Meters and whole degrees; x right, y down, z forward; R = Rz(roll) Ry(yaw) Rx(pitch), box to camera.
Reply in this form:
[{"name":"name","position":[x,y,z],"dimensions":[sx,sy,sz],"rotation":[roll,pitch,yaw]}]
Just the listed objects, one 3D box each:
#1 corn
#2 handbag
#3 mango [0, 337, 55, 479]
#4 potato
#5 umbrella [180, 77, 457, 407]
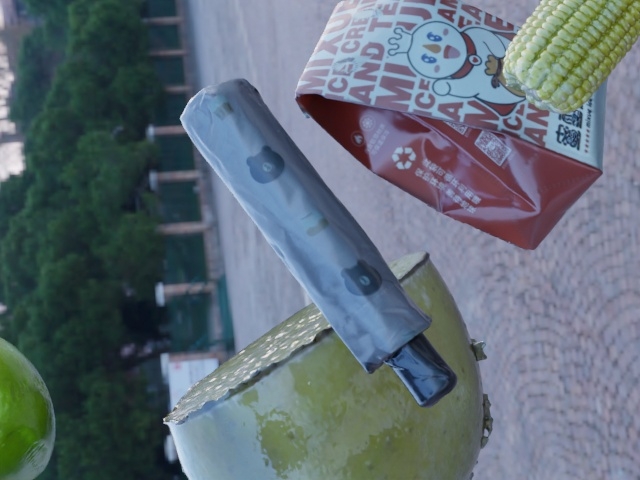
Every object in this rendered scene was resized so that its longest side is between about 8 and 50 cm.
[{"name":"corn","position":[0.178,-0.153,0.634],"dimensions":[0.165,0.063,0.085],"rotation":[-53,-9,6]},{"name":"handbag","position":[0.127,-0.134,1.035],"dimensions":[0.151,0.298,0.171],"rotation":[123,166,-50]},{"name":"mango","position":[-0.266,0.134,0.805],"dimensions":[0.125,0.111,0.233],"rotation":[58,167,10]},{"name":"potato","position":[0.031,0.251,1.378],"dimensions":[0.385,0.442,0.319],"rotation":[-31,89,53]},{"name":"umbrella","position":[0.000,0.000,0.892],"dimensions":[0.337,0.073,0.067],"rotation":[53,143,12]}]
